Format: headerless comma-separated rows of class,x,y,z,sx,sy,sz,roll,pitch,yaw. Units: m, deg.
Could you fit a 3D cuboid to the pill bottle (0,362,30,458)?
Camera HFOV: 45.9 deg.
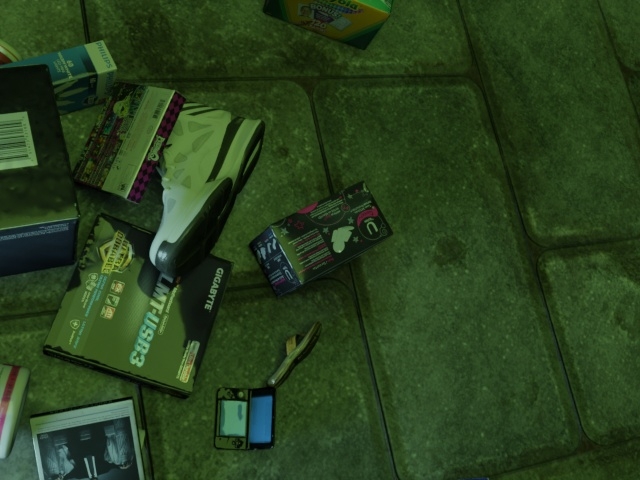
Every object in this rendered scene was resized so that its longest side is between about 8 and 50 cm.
pill bottle,-0.658,0.271,1.287,0.283,0.160,0.160,14,68,-16

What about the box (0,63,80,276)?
box,-0.559,-0.114,1.381,0.183,0.294,0.296,-11,76,-21

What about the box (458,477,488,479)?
box,0.284,0.595,1.542,0.037,0.136,0.225,32,64,-7

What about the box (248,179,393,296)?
box,0.000,0.000,1.626,0.247,0.163,0.142,-26,86,-26

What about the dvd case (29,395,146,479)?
dvd case,-0.408,0.412,1.349,0.180,0.029,0.238,-9,95,-13

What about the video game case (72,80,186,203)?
video game case,-0.386,-0.200,1.503,0.042,0.210,0.232,30,79,-49

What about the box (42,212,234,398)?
box,-0.354,0.131,1.501,0.294,0.073,0.295,21,67,-11

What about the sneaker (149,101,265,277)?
sneaker,-0.304,-0.126,1.549,0.258,0.169,0.447,20,47,3

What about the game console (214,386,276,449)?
game console,-0.150,0.352,1.500,0.107,0.071,0.122,8,69,-18

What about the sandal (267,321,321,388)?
sandal,-0.059,0.233,1.585,0.049,0.072,0.180,34,66,17

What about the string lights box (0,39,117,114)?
string lights box,-0.557,-0.314,1.541,0.260,0.133,0.076,-23,79,-25

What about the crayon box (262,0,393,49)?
crayon box,0.019,-0.581,1.830,0.279,0.165,0.081,17,67,-14

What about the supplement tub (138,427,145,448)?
supplement tub,-0.387,0.374,1.404,0.107,0.071,0.070,16,67,-14

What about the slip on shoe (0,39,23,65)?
slip on shoe,-0.766,-0.381,1.502,0.332,0.123,0.101,11,80,-12
